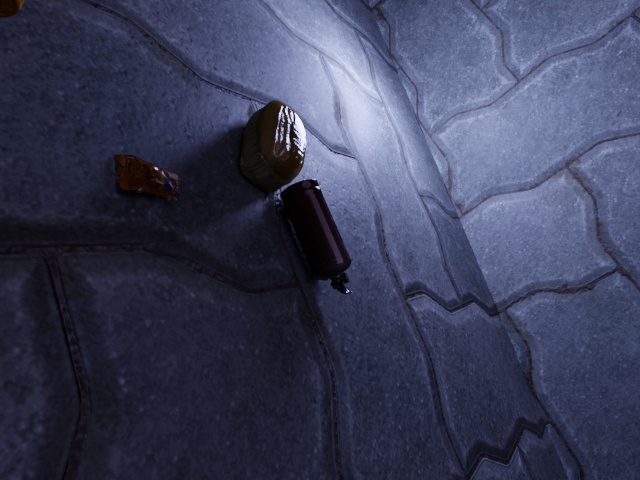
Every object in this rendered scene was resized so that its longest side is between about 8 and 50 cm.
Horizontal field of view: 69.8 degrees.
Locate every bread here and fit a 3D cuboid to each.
[{"bbox_3d":[-0.101,-0.220,1.047,0.140,0.106,0.236,41,36,-35],"label":"bread"}]

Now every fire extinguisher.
[{"bbox_3d":[0.000,0.000,1.019,0.105,0.105,0.268,-5,70,-59],"label":"fire extinguisher"}]

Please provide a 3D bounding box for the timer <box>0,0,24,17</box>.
[{"bbox_3d":[-0.454,-0.302,0.582,0.132,0.132,0.152,19,74,-50],"label":"timer"}]

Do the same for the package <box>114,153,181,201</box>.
[{"bbox_3d":[-0.275,-0.098,0.742,0.111,0.033,0.077,18,60,-44],"label":"package"}]
